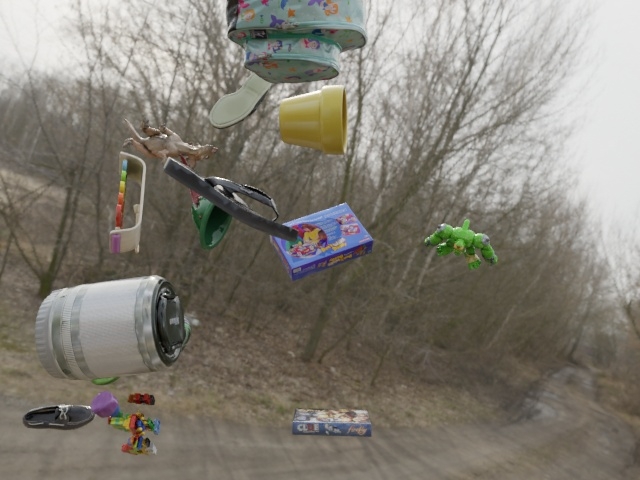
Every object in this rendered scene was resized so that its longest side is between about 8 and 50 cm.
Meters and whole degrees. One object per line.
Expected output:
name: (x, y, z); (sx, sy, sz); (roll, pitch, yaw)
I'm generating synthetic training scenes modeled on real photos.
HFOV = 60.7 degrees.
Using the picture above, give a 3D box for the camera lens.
camera lens: (-0.466, 0.201, 1.251); (0.274, 0.219, 0.219); (-7, -2, 3)

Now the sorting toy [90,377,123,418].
sorting toy: (-0.615, 0.388, 1.669); (0.365, 0.127, 0.126); (-104, 173, -46)

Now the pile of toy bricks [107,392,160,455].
pile of toy bricks: (-0.463, 0.447, 1.334); (0.105, 0.118, 0.212); (2, -37, -3)

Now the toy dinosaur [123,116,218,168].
toy dinosaur: (-0.509, -0.301, 1.789); (0.295, 0.127, 0.200); (19, -3, 14)

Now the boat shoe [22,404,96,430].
boat shoe: (-0.795, 0.538, 1.665); (0.206, 0.075, 0.065); (0, -27, -14)

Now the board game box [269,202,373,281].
board game box: (0.000, 0.000, 2.165); (0.347, 0.078, 0.233); (-19, 50, -17)

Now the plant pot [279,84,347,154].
plant pot: (-0.025, -0.450, 2.059); (0.239, 0.254, 0.254); (0, -3, 6)

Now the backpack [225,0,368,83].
backpack: (-0.035, -0.407, 1.046); (0.253, 0.191, 0.225); (-7, 3, 13)

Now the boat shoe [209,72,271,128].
boat shoe: (-0.321, -0.541, 2.198); (0.127, 0.340, 0.113); (31, -28, 3)

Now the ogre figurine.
ogre figurine: (0.385, 0.007, 1.500); (0.197, 0.097, 0.118); (35, -20, 27)

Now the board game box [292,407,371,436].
board game box: (0.036, 0.578, 1.745); (0.243, 0.042, 0.165); (2, -3, 0)

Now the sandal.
sandal: (-0.141, -0.075, 0.858); (0.254, 0.054, 0.097); (31, 2, 15)

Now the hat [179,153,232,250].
hat: (-0.362, -0.093, 1.554); (0.183, 0.208, 0.173); (19, -35, 13)

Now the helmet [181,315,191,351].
helmet: (-0.611, 0.368, 2.241); (0.169, 0.162, 0.169); (9, 0, 0)

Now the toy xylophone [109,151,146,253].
toy xylophone: (-0.585, -0.095, 1.668); (0.081, 0.236, 0.323); (5, 48, -18)
